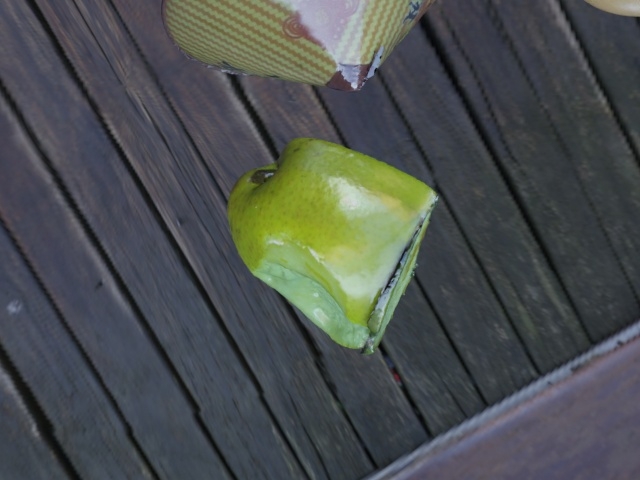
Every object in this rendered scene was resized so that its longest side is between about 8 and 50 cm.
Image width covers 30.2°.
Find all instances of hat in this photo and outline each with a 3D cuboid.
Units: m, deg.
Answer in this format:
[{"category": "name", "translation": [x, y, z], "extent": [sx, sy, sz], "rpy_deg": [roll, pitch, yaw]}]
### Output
[{"category": "hat", "translation": [0.009, -0.123, 0.698], "extent": [0.193, 0.193, 0.082], "rpy_deg": [-16, 70, -7]}]

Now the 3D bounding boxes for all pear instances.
[{"category": "pear", "translation": [0.000, 0.000, 1.468], "extent": [0.292, 0.292, 0.159], "rpy_deg": [43, 68, -12]}]

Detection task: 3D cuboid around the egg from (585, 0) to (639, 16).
[{"category": "egg", "translation": [0.215, -0.192, 0.816], "extent": [0.096, 0.080, 0.080], "rpy_deg": [36, 90, 14]}]
